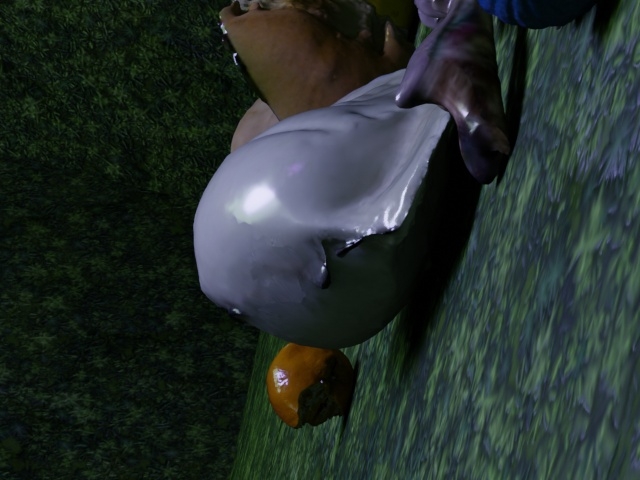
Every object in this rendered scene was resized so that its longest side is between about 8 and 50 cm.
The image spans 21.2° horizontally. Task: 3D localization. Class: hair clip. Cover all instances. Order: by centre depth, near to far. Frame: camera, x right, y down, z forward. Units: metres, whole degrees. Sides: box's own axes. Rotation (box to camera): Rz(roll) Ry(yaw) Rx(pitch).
[{"bbox_3d":[0.093,-0.164,1.050,0.173,0.069,0.300,107,175,-50],"label":"hair clip"}]

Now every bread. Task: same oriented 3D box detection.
[{"bbox_3d":[0.030,-0.144,1.553,0.133,0.251,0.174,-30,17,14],"label":"bread"}]

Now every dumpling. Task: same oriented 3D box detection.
[{"bbox_3d":[0.028,-0.033,1.180,0.227,0.243,0.175,-59,-45,-27],"label":"dumpling"}]

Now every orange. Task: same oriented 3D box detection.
[{"bbox_3d":[-0.006,0.123,1.511,0.062,0.086,0.086,-37,32,46],"label":"orange"}]

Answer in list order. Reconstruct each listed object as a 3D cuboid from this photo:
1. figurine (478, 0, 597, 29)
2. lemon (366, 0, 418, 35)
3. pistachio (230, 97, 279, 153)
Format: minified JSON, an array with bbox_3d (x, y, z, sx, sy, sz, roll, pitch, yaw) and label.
[{"bbox_3d":[0.101,-0.142,0.822,0.149,0.087,0.086,-167,54,-87],"label":"figurine"},{"bbox_3d":[0.020,-0.254,1.798,0.173,0.173,0.206,112,156,-67],"label":"lemon"},{"bbox_3d":[-0.016,-0.116,1.993,0.157,0.157,0.229,107,-173,-45],"label":"pistachio"}]
